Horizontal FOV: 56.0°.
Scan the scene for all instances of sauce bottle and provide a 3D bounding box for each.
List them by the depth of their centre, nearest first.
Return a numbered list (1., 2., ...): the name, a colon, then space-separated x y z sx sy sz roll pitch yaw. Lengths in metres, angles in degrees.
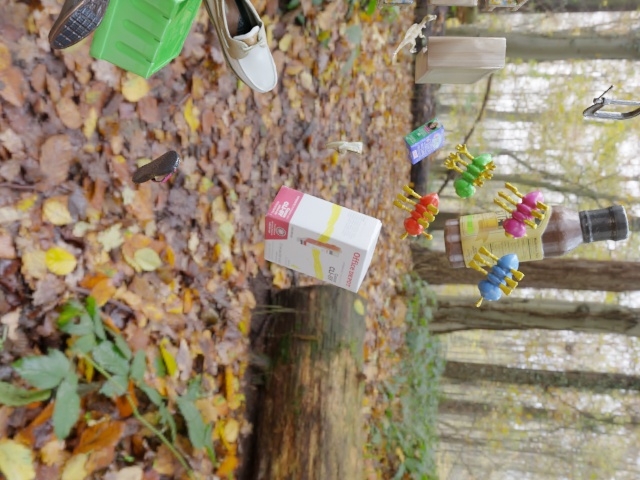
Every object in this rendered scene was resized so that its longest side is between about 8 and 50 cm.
1. sauce bottle: 0.428 -0.014 1.218 0.111 0.345 0.111 -8 90 -74

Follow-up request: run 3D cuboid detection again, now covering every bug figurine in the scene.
1. bug figurine: 0.268 -0.032 1.044 0.072 0.279 0.216 19 112 -52

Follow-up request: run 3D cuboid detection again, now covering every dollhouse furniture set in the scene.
1. dollhouse furniture set: 0.321 -0.587 1.418 0.256 0.362 0.393 -87 178 -83

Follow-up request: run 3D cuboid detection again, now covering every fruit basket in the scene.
1. fruit basket: -0.517 -0.686 1.617 0.283 0.392 0.392 -57 151 -42

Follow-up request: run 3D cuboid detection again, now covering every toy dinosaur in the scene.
1. toy dinosaur: 0.268 -0.607 1.802 0.183 0.053 0.092 -46 163 1

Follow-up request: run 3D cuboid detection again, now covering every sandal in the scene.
1. sandal: -0.351 -0.152 1.315 0.040 0.179 0.067 44 57 -30

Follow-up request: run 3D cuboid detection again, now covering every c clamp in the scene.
1. c clamp: 0.672 -0.301 1.356 0.137 0.161 0.022 141 -51 -67

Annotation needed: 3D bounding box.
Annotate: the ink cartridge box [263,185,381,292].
1. ink cartridge box: 0.000 0.000 2.195 0.279 0.385 0.160 99 13 -52

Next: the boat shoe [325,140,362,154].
1. boat shoe: 0.084 -0.331 2.157 0.050 0.136 0.045 -175 -96 -88

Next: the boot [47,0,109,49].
1. boot: -0.478 -0.484 1.184 0.219 0.106 0.082 -46 167 5

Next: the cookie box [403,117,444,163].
1. cookie box: 0.283 -0.272 1.645 0.040 0.107 0.092 55 -4 28

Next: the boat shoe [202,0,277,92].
1. boat shoe: -0.190 -0.493 1.468 0.302 0.113 0.103 59 -13 -29
